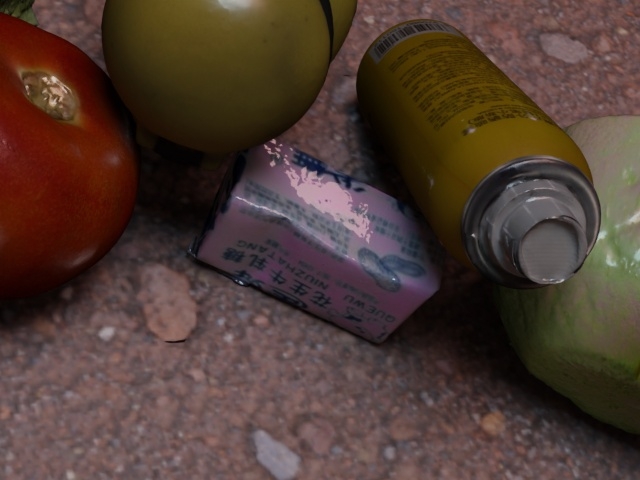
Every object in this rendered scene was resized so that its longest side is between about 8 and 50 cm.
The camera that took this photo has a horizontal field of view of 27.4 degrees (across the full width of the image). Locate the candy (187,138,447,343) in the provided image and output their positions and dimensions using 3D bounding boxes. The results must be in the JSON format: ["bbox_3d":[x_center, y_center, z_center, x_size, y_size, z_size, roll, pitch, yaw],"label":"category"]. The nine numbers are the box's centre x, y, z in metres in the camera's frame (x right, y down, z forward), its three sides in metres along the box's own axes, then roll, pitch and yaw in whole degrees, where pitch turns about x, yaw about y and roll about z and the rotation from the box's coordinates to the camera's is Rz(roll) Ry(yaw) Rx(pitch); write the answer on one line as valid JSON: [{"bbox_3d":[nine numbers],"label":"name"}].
[{"bbox_3d":[0.000,0.000,0.903,0.160,0.092,0.073,26,51,-9],"label":"candy"}]

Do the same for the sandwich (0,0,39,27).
[{"bbox_3d":[-0.302,-0.148,0.875,0.258,0.094,0.096,1,53,-27],"label":"sandwich"}]

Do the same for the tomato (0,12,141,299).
[{"bbox_3d":[-0.203,-0.050,0.806,0.195,0.136,0.195,35,29,-23],"label":"tomato"}]

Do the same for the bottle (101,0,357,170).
[{"bbox_3d":[-0.053,-0.177,0.894,0.172,0.171,0.351,21,28,-9],"label":"bottle"}]

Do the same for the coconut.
[{"bbox_3d":[0.235,0.010,0.933,0.236,0.204,0.235,-6,58,9],"label":"coconut"}]

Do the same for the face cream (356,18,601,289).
[{"bbox_3d":[0.104,-0.061,0.888,0.105,0.105,0.348,14,19,-15],"label":"face cream"}]
